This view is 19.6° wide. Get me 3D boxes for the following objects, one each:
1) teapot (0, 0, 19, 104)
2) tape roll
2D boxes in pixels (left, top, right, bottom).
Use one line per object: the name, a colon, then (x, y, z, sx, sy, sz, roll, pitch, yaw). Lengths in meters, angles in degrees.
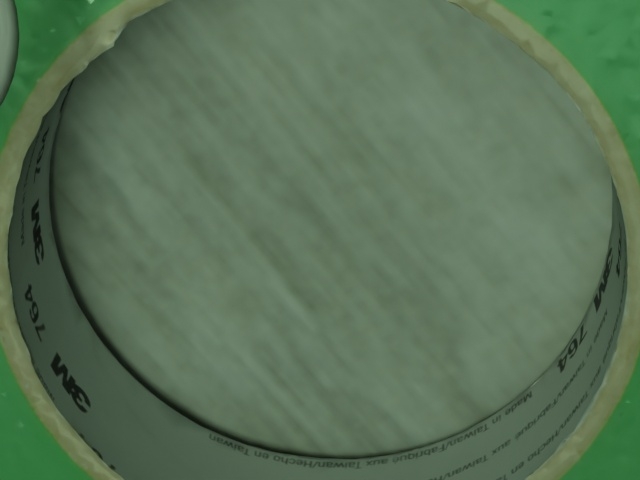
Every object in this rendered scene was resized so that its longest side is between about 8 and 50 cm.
teapot: (-0.137, -0.186, 0.564, 0.187, 0.252, 0.256, 17, 125, -14)
tape roll: (0.000, 0.000, 0.693, 0.321, 0.077, 0.321, 1, 112, 4)
